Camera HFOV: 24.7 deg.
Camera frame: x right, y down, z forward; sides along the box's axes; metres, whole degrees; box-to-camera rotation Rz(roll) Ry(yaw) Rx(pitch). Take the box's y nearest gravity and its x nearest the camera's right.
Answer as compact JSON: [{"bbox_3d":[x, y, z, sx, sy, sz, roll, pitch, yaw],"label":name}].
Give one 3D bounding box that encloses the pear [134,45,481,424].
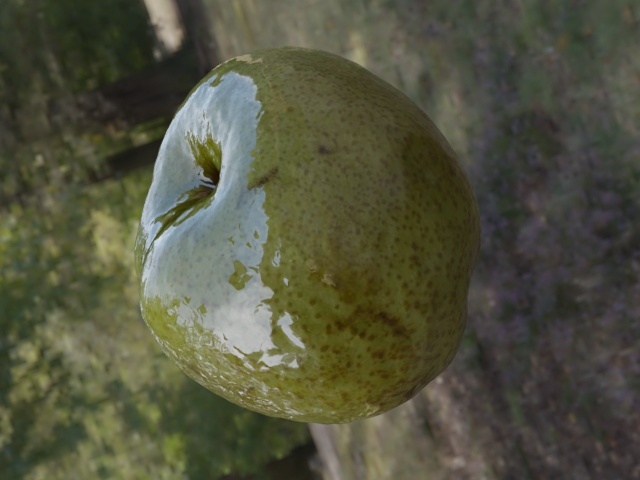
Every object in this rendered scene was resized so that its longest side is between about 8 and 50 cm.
[{"bbox_3d":[0.000,0.000,0.911,0.188,0.211,0.228,-2,67,61],"label":"pear"}]
